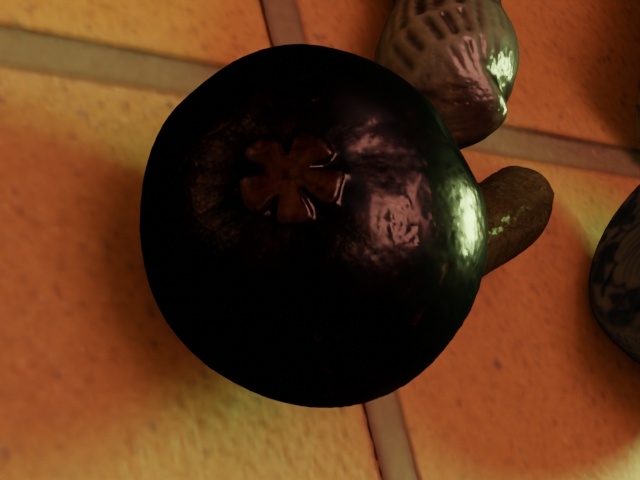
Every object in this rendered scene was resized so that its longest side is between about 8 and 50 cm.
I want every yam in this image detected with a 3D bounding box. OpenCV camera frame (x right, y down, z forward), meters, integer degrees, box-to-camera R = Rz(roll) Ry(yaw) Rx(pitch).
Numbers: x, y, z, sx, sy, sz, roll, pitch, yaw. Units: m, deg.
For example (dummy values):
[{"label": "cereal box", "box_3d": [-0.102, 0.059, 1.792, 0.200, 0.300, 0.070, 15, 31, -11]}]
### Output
[{"label": "yam", "box_3d": [0.080, -0.007, 0.626, 0.094, 0.043, 0.043, -25, 87, -50]}]

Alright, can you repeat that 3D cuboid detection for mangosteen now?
[{"label": "mangosteen", "box_3d": [0.000, 0.000, 0.491, 0.151, 0.137, 0.137, 52, 25, -69]}]

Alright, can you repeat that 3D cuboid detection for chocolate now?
[{"label": "chocolate", "box_3d": [0.064, -0.115, 0.648, 0.072, 0.072, 0.167, 28, 50, -33]}]

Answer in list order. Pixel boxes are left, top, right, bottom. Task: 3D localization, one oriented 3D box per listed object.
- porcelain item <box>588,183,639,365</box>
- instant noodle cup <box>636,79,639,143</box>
[{"label": "porcelain item", "box_3d": [0.228, 0.021, 0.681, 0.114, 0.147, 0.147, 43, 44, -22]}, {"label": "instant noodle cup", "box_3d": [0.304, -0.159, 0.836, 0.215, 0.215, 0.236, 38, 36, -25]}]
